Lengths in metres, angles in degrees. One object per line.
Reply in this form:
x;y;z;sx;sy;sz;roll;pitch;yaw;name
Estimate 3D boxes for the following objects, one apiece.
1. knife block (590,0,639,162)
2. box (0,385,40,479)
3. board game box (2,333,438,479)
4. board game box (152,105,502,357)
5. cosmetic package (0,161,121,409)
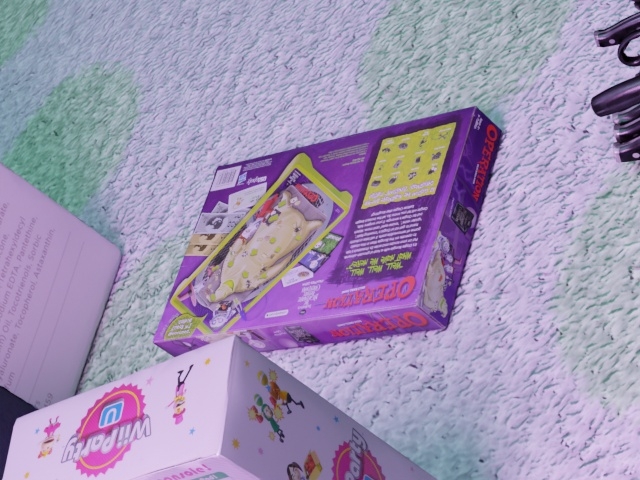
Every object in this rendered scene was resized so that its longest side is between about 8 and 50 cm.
0.335;-0.142;1.314;0.242;0.088;0.276;-53;35;-1;knife block
-0.336;0.433;1.378;0.472;0.297;0.480;-44;35;14;box
-0.044;0.205;1.243;0.224;0.303;0.097;-22;46;35;board game box
0.000;0.000;1.608;0.347;0.056;0.208;-10;48;44;board game box
-0.484;0.073;1.788;0.329;0.394;0.327;-13;50;41;cosmetic package
